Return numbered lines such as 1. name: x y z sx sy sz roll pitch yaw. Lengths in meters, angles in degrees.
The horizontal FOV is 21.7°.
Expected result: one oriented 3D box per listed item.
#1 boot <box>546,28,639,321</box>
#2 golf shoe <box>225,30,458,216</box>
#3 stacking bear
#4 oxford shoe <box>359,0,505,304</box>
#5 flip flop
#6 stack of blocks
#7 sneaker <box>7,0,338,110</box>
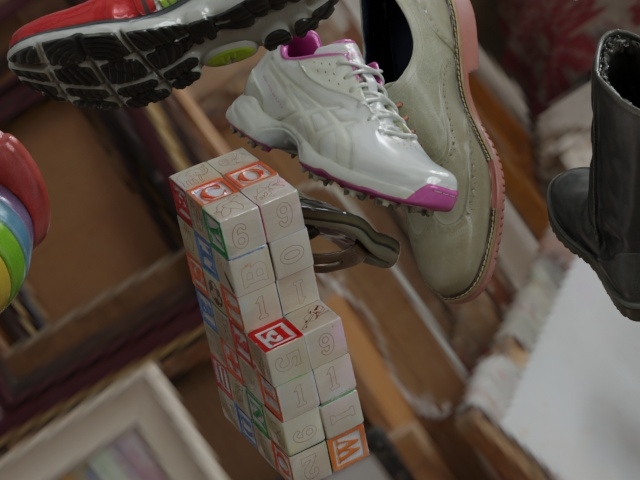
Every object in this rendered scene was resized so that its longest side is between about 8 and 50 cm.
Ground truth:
1. boot: 0.216 -0.065 1.246 0.076 0.208 0.190 -24 40 -8
2. golf shoe: 0.027 -0.124 1.668 0.306 0.115 0.140 30 102 40
3. stacking bear: -0.414 0.035 1.846 0.175 0.164 0.289 -20 28 24
4. oxford shoe: 0.108 -0.120 1.928 0.146 0.397 0.140 6 -22 -44
5. flip flop: 0.000 0.000 1.865 0.112 0.277 0.080 24 87 30
6. stack of blocks: -0.051 0.078 1.668 0.087 0.297 0.171 -23 31 -20
7. sneaker: -0.122 -0.195 1.363 0.279 0.107 0.118 -17 59 -1
